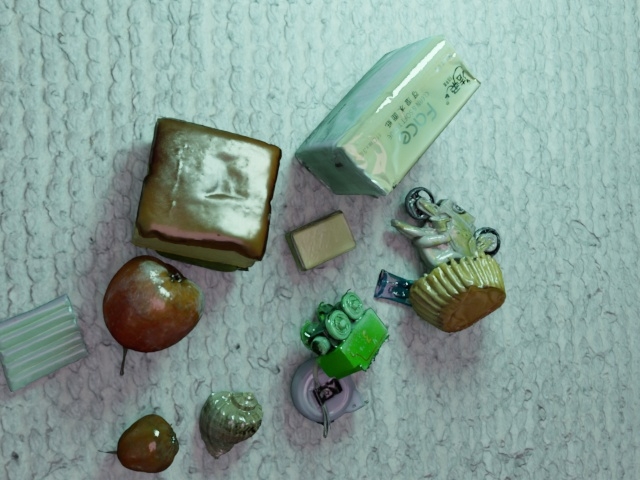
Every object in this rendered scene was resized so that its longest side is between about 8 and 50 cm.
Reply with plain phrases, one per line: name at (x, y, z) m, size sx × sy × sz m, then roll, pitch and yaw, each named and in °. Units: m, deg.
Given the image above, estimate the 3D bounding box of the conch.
conch at (-0.243, 0.476, 1.814) m, size 0.155 × 0.130 × 0.207 m, roll 37°, pitch 103°, yaw 18°

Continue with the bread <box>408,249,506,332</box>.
bread at (0.387, 0.154, 1.922) m, size 0.274 × 0.274 × 0.149 m, roll 0°, pitch 46°, yaw -18°

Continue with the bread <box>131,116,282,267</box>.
bread at (-0.281, -0.116, 1.734) m, size 0.333 × 0.143 × 0.323 m, roll 11°, pitch 71°, yaw -18°

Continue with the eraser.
eraser at (0.000, 0.000, 1.897) m, size 0.172 × 0.058 × 0.117 m, roll -25°, pitch 97°, yaw -16°

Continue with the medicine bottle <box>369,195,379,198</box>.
medicine bottle at (0.162, -0.167, 1.952) m, size 0.052 × 0.052 × 0.089 m, roll 26°, pitch 82°, yaw -16°

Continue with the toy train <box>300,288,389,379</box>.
toy train at (0.065, 0.253, 1.844) m, size 0.188 × 0.132 × 0.243 m, roll 53°, pitch 38°, yaw -6°

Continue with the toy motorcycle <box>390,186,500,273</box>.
toy motorcycle at (0.356, 0.000, 1.990) m, size 0.341 × 0.108 × 0.222 m, roll 32°, pitch 84°, yaw -17°

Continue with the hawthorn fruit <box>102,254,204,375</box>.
hawthorn fruit at (-0.421, 0.157, 1.672) m, size 0.263 × 0.231 × 0.235 m, roll -30°, pitch 88°, yaw -20°

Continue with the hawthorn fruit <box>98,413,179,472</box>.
hawthorn fruit at (-0.438, 0.524, 1.721) m, size 0.189 × 0.149 × 0.149 m, roll -42°, pitch 103°, yaw 10°

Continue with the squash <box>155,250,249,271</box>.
squash at (-0.309, 0.038, 1.793) m, size 0.252 × 0.066 × 0.066 m, roll 16°, pitch 85°, yaw -17°

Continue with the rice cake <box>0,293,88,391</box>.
rice cake at (-0.688, 0.249, 1.687) m, size 0.198 × 0.037 × 0.189 m, roll -18°, pitch 96°, yaw -17°

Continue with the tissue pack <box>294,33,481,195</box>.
tissue pack at (0.169, -0.315, 1.811) m, size 0.205 × 0.332 × 0.405 m, roll 44°, pitch 78°, yaw -17°

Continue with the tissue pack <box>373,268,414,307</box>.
tissue pack at (0.227, 0.140, 1.989) m, size 0.138 × 0.028 × 0.085 m, roll 16°, pitch 85°, yaw -14°

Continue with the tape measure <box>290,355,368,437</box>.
tape measure at (0.013, 0.413, 1.878) m, size 0.178 × 0.105 × 0.196 m, roll -34°, pitch 101°, yaw -14°
